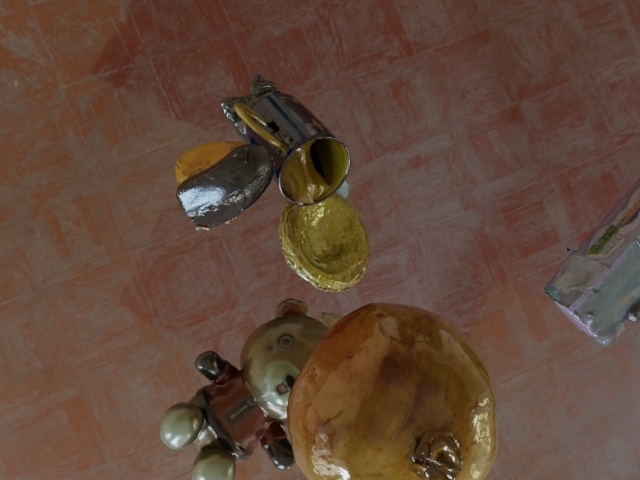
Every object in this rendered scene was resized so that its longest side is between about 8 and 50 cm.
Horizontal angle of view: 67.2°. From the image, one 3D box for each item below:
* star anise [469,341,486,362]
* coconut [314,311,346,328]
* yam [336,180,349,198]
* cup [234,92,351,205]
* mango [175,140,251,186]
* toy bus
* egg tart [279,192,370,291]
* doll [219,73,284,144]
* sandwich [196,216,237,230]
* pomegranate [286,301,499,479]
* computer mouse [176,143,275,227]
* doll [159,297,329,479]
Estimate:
[{"bbox_3d":[0.381,0.377,1.407,0.230,0.262,0.081,-37,118,-19],"label":"star anise"},{"bbox_3d":[0.044,0.399,1.764,0.328,0.329,0.329,0,87,-6],"label":"coconut"},{"bbox_3d":[0.044,-0.180,1.702,0.106,0.259,0.106,0,97,-2],"label":"yam"},{"bbox_3d":[-0.076,-0.251,1.114,0.178,0.255,0.256,-30,49,-6],"label":"cup"},{"bbox_3d":[-0.276,-0.203,1.326,0.252,0.154,0.126,-23,68,-16],"label":"mango"},{"bbox_3d":[0.488,0.009,0.736,0.137,0.112,0.317,27,107,-23],"label":"toy bus"},{"bbox_3d":[0.000,0.000,1.354,0.314,0.120,0.315,14,64,-32],"label":"egg tart"},{"bbox_3d":[-0.138,-0.398,1.686,0.382,0.378,0.252,49,64,-33],"label":"doll"},{"bbox_3d":[-0.334,-0.070,1.529,0.135,0.029,0.067,-20,52,-25],"label":"sandwich"},{"bbox_3d":[0.071,0.173,0.488,0.215,0.215,0.216,0,87,-6],"label":"pomegranate"},{"bbox_3d":[-0.187,-0.108,0.983,0.217,0.073,0.122,-32,130,8],"label":"computer mouse"},{"bbox_3d":[-0.100,0.271,0.838,0.330,0.174,0.235,-35,81,-12],"label":"doll"}]
